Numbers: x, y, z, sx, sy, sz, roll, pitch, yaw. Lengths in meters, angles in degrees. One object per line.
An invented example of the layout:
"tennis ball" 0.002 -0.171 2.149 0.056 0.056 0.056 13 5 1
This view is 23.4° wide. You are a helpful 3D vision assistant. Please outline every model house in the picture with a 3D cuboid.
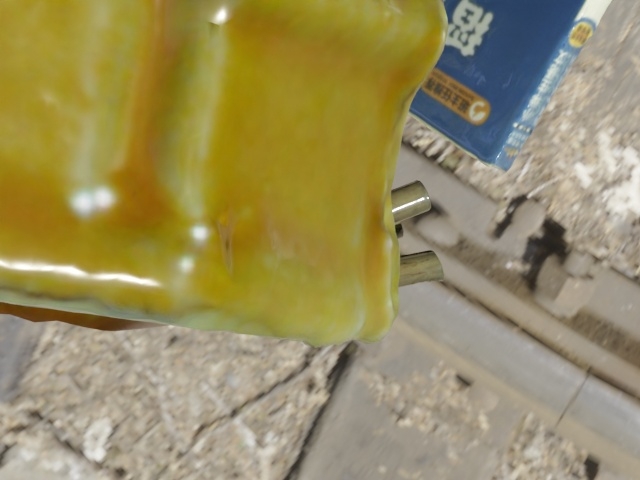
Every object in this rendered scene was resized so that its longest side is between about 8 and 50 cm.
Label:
"model house" -0.095 -0.100 0.475 0.268 0.173 0.239 9 95 -18

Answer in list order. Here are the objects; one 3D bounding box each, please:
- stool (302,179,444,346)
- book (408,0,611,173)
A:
"stool" 0.000 0.000 1.080 0.121 0.217 0.125 -25 98 -16
"book" 0.158 -0.303 1.250 0.300 0.039 0.428 39 104 41
